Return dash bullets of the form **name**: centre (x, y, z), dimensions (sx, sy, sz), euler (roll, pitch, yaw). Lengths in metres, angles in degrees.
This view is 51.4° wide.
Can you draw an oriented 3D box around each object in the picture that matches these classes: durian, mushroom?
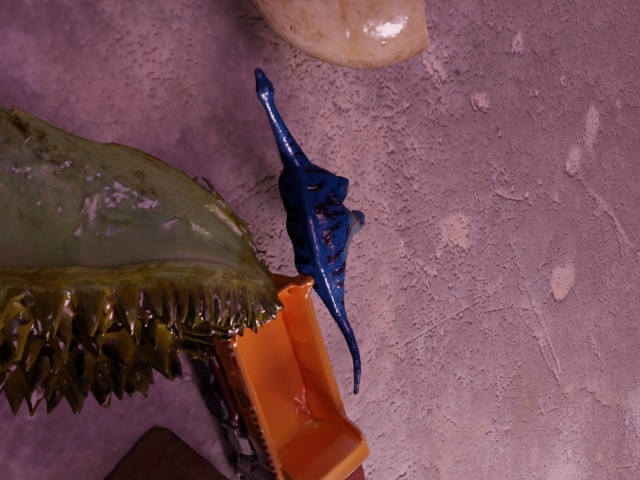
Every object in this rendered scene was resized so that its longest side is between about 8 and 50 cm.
- **durian**: centre (-0.211, 0.017, 0.494), dimensions (0.394, 0.163, 0.198), euler (12, 49, -22)
- **mushroom**: centre (0.006, -0.296, 0.641), dimensions (0.189, 0.195, 0.254), euler (-4, 108, -8)

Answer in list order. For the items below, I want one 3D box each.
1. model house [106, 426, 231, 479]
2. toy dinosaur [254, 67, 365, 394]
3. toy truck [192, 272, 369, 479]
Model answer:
- **model house**: centre (-0.122, 0.354, 0.534), dimensions (0.312, 0.280, 0.245), euler (-44, 123, -27)
- **toy dinosaur**: centre (0.001, -0.021, 0.674), dimensions (0.144, 0.076, 0.329), euler (-73, 150, -68)
- **toy truck**: centre (-0.037, 0.169, 0.677), dimensions (0.114, 0.135, 0.270), euler (-31, 116, -35)
